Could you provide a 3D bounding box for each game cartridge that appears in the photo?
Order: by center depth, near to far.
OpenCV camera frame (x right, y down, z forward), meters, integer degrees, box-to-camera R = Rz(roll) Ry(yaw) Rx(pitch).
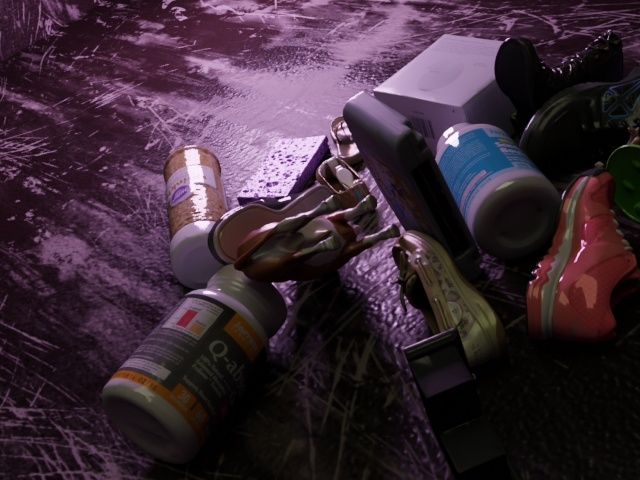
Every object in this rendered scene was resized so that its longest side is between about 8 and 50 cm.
[{"bbox_3d":[0.138,-0.083,1.350,0.062,0.297,0.198,-39,36,-9],"label":"game cartridge"}]

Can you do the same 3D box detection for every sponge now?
[{"bbox_3d":[-0.072,-0.140,1.772,0.117,0.031,0.210,1,41,29],"label":"sponge"}]

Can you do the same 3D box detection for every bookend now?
[{"bbox_3d":[0.173,0.216,1.047,0.072,0.157,0.156,-22,34,-1],"label":"bookend"}]

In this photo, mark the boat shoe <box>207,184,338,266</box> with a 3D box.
[{"bbox_3d":[-0.092,-0.016,1.493,0.095,0.112,0.335,-16,5,36],"label":"boat shoe"}]

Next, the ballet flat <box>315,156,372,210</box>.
[{"bbox_3d":[0.040,-0.120,1.653,0.073,0.067,0.206,-30,35,-10],"label":"ballet flat"}]

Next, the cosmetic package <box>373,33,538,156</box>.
[{"bbox_3d":[0.267,-0.272,1.675,0.225,0.138,0.224,-41,39,-24],"label":"cosmetic package"}]

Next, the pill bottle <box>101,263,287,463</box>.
[{"bbox_3d":[-0.175,0.173,1.289,0.162,0.162,0.278,8,45,36],"label":"pill bottle"}]

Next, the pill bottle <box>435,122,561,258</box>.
[{"bbox_3d":[0.272,-0.095,1.425,0.146,0.146,0.264,-22,35,0],"label":"pill bottle"}]

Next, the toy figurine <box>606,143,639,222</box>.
[{"bbox_3d":[0.552,-0.099,1.330,0.159,0.130,0.173,-26,55,-23],"label":"toy figurine"}]

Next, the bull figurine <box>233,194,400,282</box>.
[{"bbox_3d":[0.000,0.000,1.353,0.188,0.101,0.310,-28,-5,32],"label":"bull figurine"}]

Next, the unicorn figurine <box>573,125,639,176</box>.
[{"bbox_3d":[0.502,-0.133,1.407,0.162,0.111,0.060,-1,41,-2],"label":"unicorn figurine"}]

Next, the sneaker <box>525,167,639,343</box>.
[{"bbox_3d":[0.394,0.028,1.251,0.136,0.116,0.314,12,53,25],"label":"sneaker"}]

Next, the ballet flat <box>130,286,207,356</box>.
[{"bbox_3d":[-0.201,0.152,1.423,0.077,0.077,0.231,37,65,28],"label":"ballet flat"}]

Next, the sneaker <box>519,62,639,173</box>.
[{"bbox_3d":[0.494,-0.201,1.471,0.341,0.125,0.139,-28,40,-5],"label":"sneaker"}]

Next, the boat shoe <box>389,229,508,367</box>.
[{"bbox_3d":[0.164,0.080,1.283,0.089,0.104,0.285,-25,35,-9],"label":"boat shoe"}]

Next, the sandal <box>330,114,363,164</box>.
[{"bbox_3d":[0.054,-0.214,1.789,0.072,0.049,0.180,-16,35,8],"label":"sandal"}]

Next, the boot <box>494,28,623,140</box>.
[{"bbox_3d":[0.427,-0.298,1.533,0.229,0.263,0.091,-36,47,-9],"label":"boot"}]

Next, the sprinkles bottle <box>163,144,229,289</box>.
[{"bbox_3d":[-0.230,-0.052,1.660,0.121,0.121,0.355,-21,34,1],"label":"sprinkles bottle"}]
